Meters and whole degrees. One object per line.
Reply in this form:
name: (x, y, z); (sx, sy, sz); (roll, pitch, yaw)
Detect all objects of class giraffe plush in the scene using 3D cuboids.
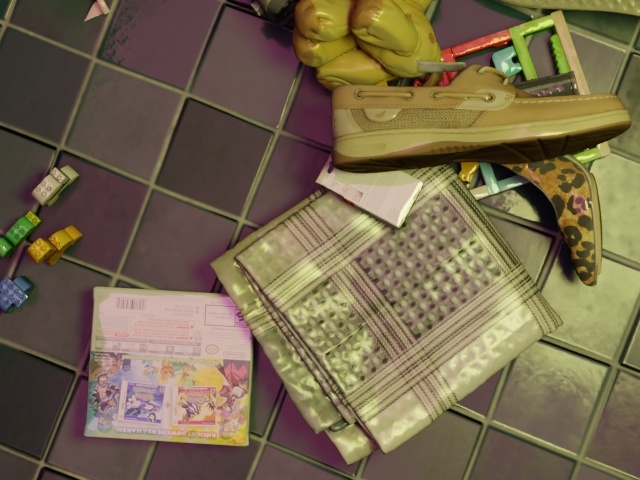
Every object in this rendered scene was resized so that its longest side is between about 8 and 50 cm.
giraffe plush: (0.080, -0.285, 1.688); (0.210, 0.181, 0.170); (8, 66, 2)

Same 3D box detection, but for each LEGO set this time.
LEGO set: (-0.368, 0.013, 1.741); (0.087, 0.093, 0.227); (43, 90, 3)

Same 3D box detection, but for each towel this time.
towel: (0.075, 0.068, 1.700); (0.324, 0.056, 0.312); (-35, 87, -1)

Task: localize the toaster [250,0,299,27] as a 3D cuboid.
toaster: (-0.021, -0.382, 1.722); (0.227, 0.129, 0.146); (-41, 84, 0)

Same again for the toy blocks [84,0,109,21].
toy blocks: (-0.229, -0.440, 1.716); (0.289, 0.309, 0.260); (-24, 120, 13)

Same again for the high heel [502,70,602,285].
high heel: (0.236, -0.062, 1.695); (0.186, 0.093, 0.261); (-11, 89, 12)

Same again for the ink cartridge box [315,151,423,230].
ink cartridge box: (0.058, -0.067, 1.684); (0.115, 0.029, 0.062); (28, 85, 5)

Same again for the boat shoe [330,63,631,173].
boat shoe: (0.177, -0.148, 1.603); (0.341, 0.121, 0.110); (-4, 80, 8)

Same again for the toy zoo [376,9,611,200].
toy zoo: (0.189, -0.147, 1.750); (0.293, 0.030, 0.192); (-18, 88, 2)

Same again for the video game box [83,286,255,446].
video game box: (-0.183, 0.155, 1.750); (0.205, 0.048, 0.187); (4, 85, 3)

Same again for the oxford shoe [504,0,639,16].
oxford shoe: (0.317, -0.366, 1.712); (0.449, 0.130, 0.169); (16, 126, 14)
